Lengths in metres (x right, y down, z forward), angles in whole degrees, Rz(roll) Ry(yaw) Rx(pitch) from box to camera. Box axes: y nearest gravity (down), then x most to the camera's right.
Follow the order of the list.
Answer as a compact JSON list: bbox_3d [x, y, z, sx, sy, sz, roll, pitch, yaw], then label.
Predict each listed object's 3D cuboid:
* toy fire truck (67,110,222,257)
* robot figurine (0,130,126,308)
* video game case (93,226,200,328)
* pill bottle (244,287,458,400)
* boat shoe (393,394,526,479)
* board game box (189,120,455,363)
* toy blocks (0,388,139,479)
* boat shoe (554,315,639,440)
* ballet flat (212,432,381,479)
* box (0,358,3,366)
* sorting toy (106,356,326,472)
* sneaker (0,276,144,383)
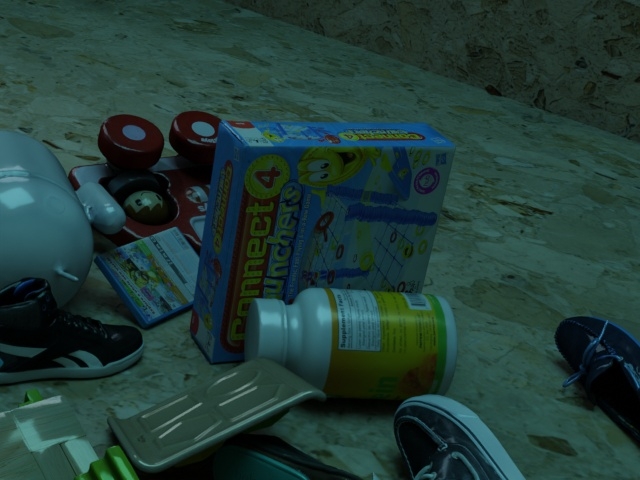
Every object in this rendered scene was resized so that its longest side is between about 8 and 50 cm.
[{"bbox_3d":[-0.225,-0.059,1.719,0.302,0.169,0.254,-9,48,-37],"label":"toy fire truck"},{"bbox_3d":[-0.415,-0.020,1.462,0.300,0.199,0.353,-15,29,-16],"label":"robot figurine"},{"bbox_3d":[-0.224,0.049,1.541,0.119,0.015,0.166,53,35,9],"label":"video game case"},{"bbox_3d":[0.034,0.129,1.376,0.246,0.136,0.136,4,23,-14],"label":"pill bottle"},{"bbox_3d":[0.142,0.267,1.147,0.102,0.108,0.301,-2,32,-30],"label":"boat shoe"},{"bbox_3d":[0.000,0.000,1.449,0.302,0.308,0.086,-3,27,-27],"label":"board game box"},{"bbox_3d":[-0.259,0.284,0.820,0.261,0.190,0.381,-14,50,-34],"label":"toy blocks"},{"bbox_3d":[0.389,0.176,1.456,0.089,0.109,0.258,-6,25,-27],"label":"boat shoe"},{"bbox_3d":[0.016,0.264,1.113,0.280,0.095,0.096,26,16,34],"label":"ballet flat"},{"bbox_3d":[-0.405,0.170,0.991,0.060,0.244,0.100,52,21,-11],"label":"box"},{"bbox_3d":[-0.114,0.189,1.187,0.208,0.038,0.193,-20,11,-17],"label":"sorting toy"},{"bbox_3d":[-0.307,0.100,1.323,0.217,0.121,0.079,-6,28,-34],"label":"sneaker"}]
